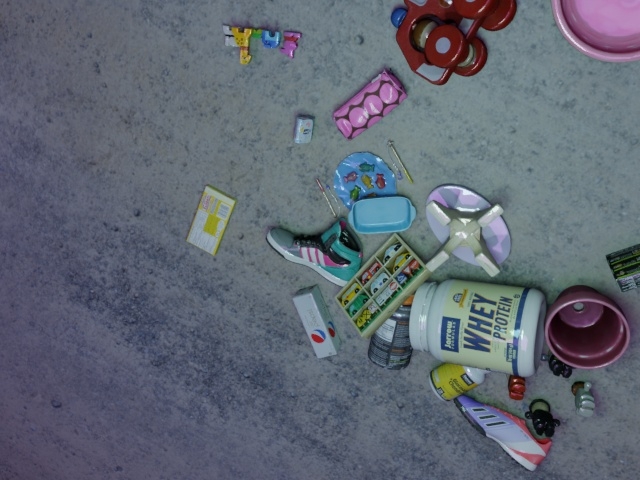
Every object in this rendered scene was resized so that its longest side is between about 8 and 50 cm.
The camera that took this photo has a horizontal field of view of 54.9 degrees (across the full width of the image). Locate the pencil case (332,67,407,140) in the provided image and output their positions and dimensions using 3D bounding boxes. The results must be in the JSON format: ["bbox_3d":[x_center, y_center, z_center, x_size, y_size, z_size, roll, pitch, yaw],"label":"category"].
[{"bbox_3d":[0.126,-0.362,1.647,0.209,0.095,0.098,-38,130,23],"label":"pencil case"}]

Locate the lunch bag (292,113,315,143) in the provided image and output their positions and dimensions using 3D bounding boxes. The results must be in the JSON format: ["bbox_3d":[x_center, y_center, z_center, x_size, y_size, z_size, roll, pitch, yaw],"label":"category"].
[{"bbox_3d":[-0.047,-0.311,1.719,0.053,0.083,0.071,15,112,12],"label":"lunch bag"}]

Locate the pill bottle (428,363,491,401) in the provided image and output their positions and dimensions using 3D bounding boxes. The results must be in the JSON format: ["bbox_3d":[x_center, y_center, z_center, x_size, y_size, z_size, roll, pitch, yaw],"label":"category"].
[{"bbox_3d":[0.419,0.392,1.819,0.184,0.103,0.103,-38,95,25],"label":"pill bottle"}]

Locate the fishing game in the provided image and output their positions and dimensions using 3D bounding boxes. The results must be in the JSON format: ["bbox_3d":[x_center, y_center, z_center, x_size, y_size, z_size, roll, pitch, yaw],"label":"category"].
[{"bbox_3d":[0.122,-0.155,1.748,0.264,0.041,0.189,-21,102,25],"label":"fishing game"}]

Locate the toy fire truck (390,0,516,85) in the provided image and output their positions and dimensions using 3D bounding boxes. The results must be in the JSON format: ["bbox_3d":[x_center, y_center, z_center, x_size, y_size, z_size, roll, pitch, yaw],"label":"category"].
[{"bbox_3d":[0.304,-0.551,1.504,0.254,0.169,0.302,42,117,26],"label":"toy fire truck"}]

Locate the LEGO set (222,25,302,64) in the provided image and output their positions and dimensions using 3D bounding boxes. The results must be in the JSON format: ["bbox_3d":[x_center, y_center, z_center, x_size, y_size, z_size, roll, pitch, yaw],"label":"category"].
[{"bbox_3d":[-0.174,-0.527,1.680,0.227,0.087,0.093,11,111,14],"label":"LEGO set"}]

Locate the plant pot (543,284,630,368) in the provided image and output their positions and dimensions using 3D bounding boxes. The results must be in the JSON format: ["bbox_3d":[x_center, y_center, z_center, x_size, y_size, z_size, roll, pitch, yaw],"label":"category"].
[{"bbox_3d":[0.694,0.209,1.627,0.202,0.180,0.201,6,110,16],"label":"plant pot"}]

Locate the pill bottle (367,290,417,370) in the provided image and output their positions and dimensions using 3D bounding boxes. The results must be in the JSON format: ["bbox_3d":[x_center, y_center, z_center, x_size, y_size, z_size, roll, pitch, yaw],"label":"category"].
[{"bbox_3d":[0.224,0.248,1.811,0.131,0.130,0.245,15,113,11],"label":"pill bottle"}]

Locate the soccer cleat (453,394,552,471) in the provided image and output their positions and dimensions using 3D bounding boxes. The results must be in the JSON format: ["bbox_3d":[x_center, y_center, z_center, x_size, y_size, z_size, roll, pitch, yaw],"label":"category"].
[{"bbox_3d":[0.543,0.552,1.850,0.318,0.108,0.116,39,96,2],"label":"soccer cleat"}]

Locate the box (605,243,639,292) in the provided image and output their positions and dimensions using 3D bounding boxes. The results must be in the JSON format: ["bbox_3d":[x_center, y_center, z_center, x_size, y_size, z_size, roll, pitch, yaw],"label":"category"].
[{"bbox_3d":[0.822,0.050,1.530,0.191,0.184,0.045,-23,102,22],"label":"box"}]

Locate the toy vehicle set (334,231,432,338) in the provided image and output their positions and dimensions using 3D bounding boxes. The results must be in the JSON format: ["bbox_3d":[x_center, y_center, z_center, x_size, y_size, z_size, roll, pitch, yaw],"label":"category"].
[{"bbox_3d":[0.173,0.127,1.738,0.267,0.035,0.166,-48,48,11],"label":"toy vehicle set"}]

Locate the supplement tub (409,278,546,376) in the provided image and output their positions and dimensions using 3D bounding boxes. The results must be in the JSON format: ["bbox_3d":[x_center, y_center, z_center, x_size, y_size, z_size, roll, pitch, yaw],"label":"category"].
[{"bbox_3d":[0.427,0.228,1.670,0.325,0.235,0.235,6,111,27],"label":"supplement tub"}]

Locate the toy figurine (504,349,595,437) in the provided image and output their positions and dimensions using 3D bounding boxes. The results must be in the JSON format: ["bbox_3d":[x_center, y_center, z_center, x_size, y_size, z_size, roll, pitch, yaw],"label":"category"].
[{"bbox_3d":[0.649,0.420,1.744,0.210,0.148,0.213,-36,93,19],"label":"toy figurine"}]

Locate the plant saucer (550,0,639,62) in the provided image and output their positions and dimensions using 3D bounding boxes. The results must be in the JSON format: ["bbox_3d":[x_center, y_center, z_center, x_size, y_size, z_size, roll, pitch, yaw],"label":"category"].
[{"bbox_3d":[0.697,-0.578,1.399,0.333,0.084,0.331,5,110,14],"label":"plant saucer"}]

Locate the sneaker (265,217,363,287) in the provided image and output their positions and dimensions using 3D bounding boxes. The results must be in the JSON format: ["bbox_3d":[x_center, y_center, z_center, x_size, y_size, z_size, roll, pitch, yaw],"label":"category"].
[{"bbox_3d":[0.000,0.000,1.792,0.296,0.123,0.178,27,120,-3],"label":"sneaker"}]

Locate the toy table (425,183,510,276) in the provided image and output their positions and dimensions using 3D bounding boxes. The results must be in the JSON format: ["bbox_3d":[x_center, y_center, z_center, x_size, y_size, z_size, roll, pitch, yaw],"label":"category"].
[{"bbox_3d":[0.392,-0.023,1.649,0.274,0.161,0.252,35,115,4],"label":"toy table"}]

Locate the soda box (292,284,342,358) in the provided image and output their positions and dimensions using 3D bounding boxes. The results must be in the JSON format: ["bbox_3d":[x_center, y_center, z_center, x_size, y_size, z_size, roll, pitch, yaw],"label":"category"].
[{"bbox_3d":[-0.009,0.253,1.914,0.069,0.074,0.216,-18,103,22],"label":"soda box"}]

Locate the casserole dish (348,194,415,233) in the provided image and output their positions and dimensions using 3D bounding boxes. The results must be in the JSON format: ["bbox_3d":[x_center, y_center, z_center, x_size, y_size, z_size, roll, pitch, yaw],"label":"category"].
[{"bbox_3d":[0.172,-0.078,1.738,0.189,0.037,0.114,-4,123,4],"label":"casserole dish"}]

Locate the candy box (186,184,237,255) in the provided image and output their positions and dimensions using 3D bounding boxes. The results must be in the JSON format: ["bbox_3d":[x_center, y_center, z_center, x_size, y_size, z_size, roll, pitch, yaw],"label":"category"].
[{"bbox_3d":[-0.342,-0.062,1.929,0.105,0.027,0.205,29,114,8],"label":"candy box"}]
